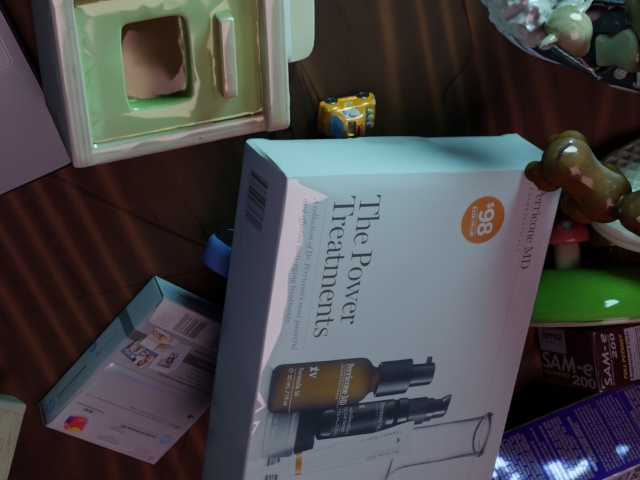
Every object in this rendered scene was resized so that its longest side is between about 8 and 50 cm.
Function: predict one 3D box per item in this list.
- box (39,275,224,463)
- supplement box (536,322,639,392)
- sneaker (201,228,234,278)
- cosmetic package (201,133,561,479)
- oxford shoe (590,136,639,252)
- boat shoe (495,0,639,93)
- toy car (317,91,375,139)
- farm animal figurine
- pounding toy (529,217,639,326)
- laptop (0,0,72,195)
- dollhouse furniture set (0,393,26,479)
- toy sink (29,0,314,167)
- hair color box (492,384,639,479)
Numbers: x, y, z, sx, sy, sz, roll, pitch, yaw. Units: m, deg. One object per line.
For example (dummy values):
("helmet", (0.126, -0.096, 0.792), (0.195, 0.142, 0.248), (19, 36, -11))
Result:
("box", (-0.166, 0.134, 1.292), (0.145, 0.038, 0.186), (29, 110, -40))
("supplement box", (0.385, 0.111, 1.473), (0.239, 0.130, 0.073), (-9, 93, -18))
("sneaker", (0.000, 0.000, 1.239), (0.232, 0.081, 0.090), (7, 110, -31))
("cosmetic package", (0.053, 0.091, 1.208), (0.284, 0.097, 0.377), (-5, 117, -28))
("oxford shoe", (0.480, -0.047, 1.385), (0.449, 0.169, 0.130), (-10, 152, -20))
("boat shoe", (0.299, -0.185, 1.204), (0.301, 0.102, 0.108), (10, 122, -33))
("toy car", (0.016, -0.080, 1.197), (0.060, 0.040, 0.122), (3, 126, -28))
("farm animal figurine", (0.325, -0.157, 1.072), (0.330, 0.172, 0.326), (-24, 102, -9))
("pounding toy", (0.313, 0.027, 1.375), (0.237, 0.183, 0.110), (-4, 92, 14))
("laptop", (-0.396, -0.051, 0.880), (0.408, 0.236, 0.382), (-25, 135, -5))
("dollhouse furniture set", (-0.341, 0.231, 1.255), (0.129, 0.129, 0.183), (14, 91, -35))
("toy sink", (-0.096, -0.167, 0.991), (0.234, 0.131, 0.152), (-13, 126, -17))
("hair color box", (0.304, 0.275, 1.563), (0.339, 0.110, 0.185), (-20, 154, -8))
